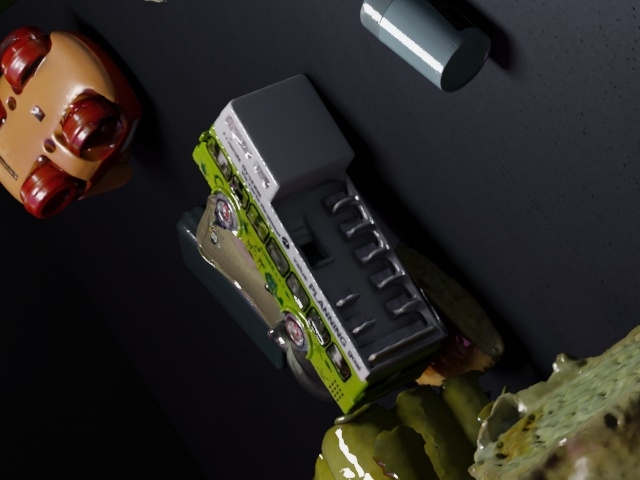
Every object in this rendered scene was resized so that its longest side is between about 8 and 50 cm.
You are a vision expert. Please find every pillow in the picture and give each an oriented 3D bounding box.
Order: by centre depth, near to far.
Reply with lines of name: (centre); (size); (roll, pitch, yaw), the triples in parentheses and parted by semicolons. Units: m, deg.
pillow: (-0.084, 0.038, 2.035); (0.217, 0.033, 0.130); (48, 145, 17)

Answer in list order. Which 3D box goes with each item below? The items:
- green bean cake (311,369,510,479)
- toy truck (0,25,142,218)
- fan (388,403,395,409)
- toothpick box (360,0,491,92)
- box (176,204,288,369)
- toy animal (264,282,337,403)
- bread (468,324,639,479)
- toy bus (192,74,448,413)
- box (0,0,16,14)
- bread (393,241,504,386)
green bean cake: (0.149, 0.270, 1.468); (0.310, 0.285, 0.202); (96, 154, -51)
toy truck: (-0.325, -0.161, 2.094); (0.189, 0.239, 0.265); (48, 124, 15)
fan: (0.179, 0.295, 1.722); (0.329, 0.190, 0.009); (40, 128, -19)
toothpick box: (0.074, -0.148, 1.104); (0.083, 0.052, 0.052); (43, 163, 26)
box: (-0.110, 0.067, 2.170); (0.230, 0.050, 0.160); (47, 164, 17)
toy animal: (0.021, 0.084, 1.715); (0.168, 0.106, 0.343); (51, 162, 7)
bread: (0.251, 0.199, 1.115); (0.252, 0.196, 0.238); (55, 169, -2)
toy bus: (0.000, 0.000, 1.465); (0.301, 0.113, 0.139); (59, 153, 13)
box: (-0.382, -0.385, 1.589); (0.178, 0.253, 0.328); (23, 151, 37)
bread: (0.125, 0.084, 1.479); (0.136, 0.054, 0.154); (26, 139, 50)
